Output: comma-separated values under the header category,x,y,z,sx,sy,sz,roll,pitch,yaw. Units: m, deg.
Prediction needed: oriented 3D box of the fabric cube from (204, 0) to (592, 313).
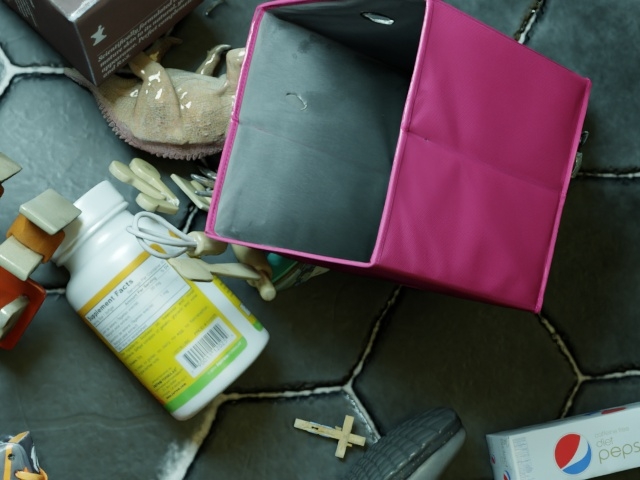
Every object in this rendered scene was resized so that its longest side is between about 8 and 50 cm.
category,x,y,z,sx,sy,sz,roll,pitch,yaw
fabric cube,0.080,-0.086,1.188,0.258,0.254,0.259,15,86,-41

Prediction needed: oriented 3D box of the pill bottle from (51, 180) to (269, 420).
category,x,y,z,sx,sy,sz,roll,pitch,yaw
pill bottle,-0.182,0.060,1.244,0.136,0.136,0.245,-43,94,-16

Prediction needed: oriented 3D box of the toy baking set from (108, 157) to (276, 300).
category,x,y,z,sx,sy,sz,roll,pitch,yaw
toy baking set,-0.131,-0.003,1.220,0.197,0.256,0.030,26,109,-35

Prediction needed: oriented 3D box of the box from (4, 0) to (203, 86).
category,x,y,z,sx,sy,sz,roll,pitch,yaw
box,-0.295,-0.362,1.212,0.191,0.143,0.381,-42,72,-16

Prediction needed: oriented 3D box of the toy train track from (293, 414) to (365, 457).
category,x,y,z,sx,sy,sz,roll,pitch,yaw
toy train track,0.010,0.219,1.336,0.083,0.014,0.048,17,86,-6

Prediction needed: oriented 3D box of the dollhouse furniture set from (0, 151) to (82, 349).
category,x,y,z,sx,sy,sz,roll,pitch,yaw
dollhouse furniture set,-0.402,0.011,1.178,0.259,0.135,0.262,36,106,-4

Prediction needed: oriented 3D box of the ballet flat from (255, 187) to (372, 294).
category,x,y,z,sx,sy,sz,roll,pitch,yaw
ballet flat,0.000,0.000,1.341,0.070,0.070,0.188,39,79,-7

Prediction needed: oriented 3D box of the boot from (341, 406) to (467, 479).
category,x,y,z,sx,sy,sz,roll,pitch,yaw
boot,0.095,0.369,1.298,0.223,0.118,0.338,43,86,-9

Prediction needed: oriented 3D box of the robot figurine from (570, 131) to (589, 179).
category,x,y,z,sx,sy,sz,roll,pitch,yaw
robot figurine,0.200,-0.093,1.390,0.211,0.085,0.291,20,79,-11

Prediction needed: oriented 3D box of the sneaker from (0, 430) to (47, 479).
category,x,y,z,sx,sy,sz,roll,pitch,yaw
sneaker,-0.265,0.285,1.198,0.321,0.124,0.180,-1,84,-15

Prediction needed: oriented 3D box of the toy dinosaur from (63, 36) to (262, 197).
category,x,y,z,sx,sy,sz,roll,pitch,yaw
toy dinosaur,-0.144,-0.130,1.292,0.296,0.127,0.200,7,88,-8

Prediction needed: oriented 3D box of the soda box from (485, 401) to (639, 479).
category,x,y,z,sx,sy,sz,roll,pitch,yaw
soda box,0.311,0.242,1.378,0.216,0.074,0.069,-9,85,-15
